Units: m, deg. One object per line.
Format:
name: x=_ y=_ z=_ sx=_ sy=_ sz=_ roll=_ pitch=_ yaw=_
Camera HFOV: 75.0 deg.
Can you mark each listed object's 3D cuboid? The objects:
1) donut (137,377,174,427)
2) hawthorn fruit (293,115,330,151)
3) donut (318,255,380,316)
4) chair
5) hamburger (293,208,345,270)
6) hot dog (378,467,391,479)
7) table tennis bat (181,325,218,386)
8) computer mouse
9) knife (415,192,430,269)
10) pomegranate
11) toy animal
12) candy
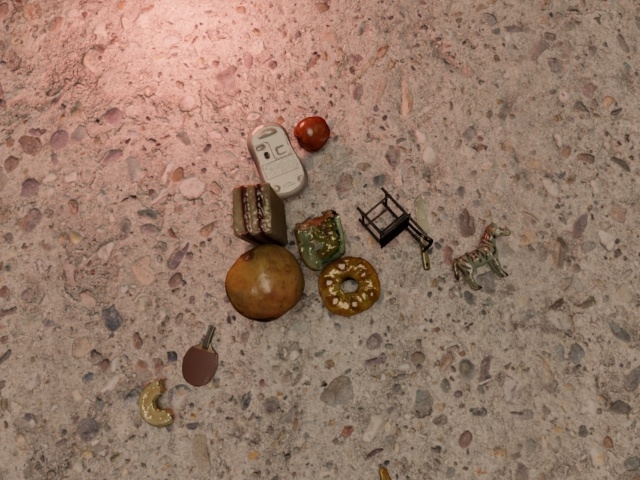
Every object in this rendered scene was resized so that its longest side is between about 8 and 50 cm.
donut: x=-0.585 y=0.583 z=1.482 sx=0.108 sy=0.065 sz=0.166 roll=-22 pitch=80 yaw=-2
hawthorn fruit: x=-0.027 y=-0.416 z=1.617 sx=0.138 sy=0.133 sz=0.133 roll=-36 pitch=80 yaw=-14
donut: x=0.104 y=0.164 z=1.507 sx=0.227 sy=0.114 sz=0.226 roll=-1 pitch=79 yaw=3
chair: x=0.267 y=-0.042 z=1.513 sx=0.141 sy=0.154 sz=0.260 roll=-39 pitch=73 yaw=-4
hamburger: x=0.000 y=0.000 z=1.484 sx=0.168 sy=0.288 sz=0.192 roll=-11 pitch=98 yaw=-1
hot dog: x=0.230 y=0.844 z=1.416 sx=0.044 sy=0.028 sz=0.137 roll=-18 pitch=80 yaw=-27
table tennis bat: x=-0.432 y=0.422 z=1.530 sx=0.130 sy=0.019 sz=0.220 roll=15 pitch=82 yaw=6
computer mouse: x=-0.172 y=-0.303 z=1.607 sx=0.184 sy=0.121 sz=0.297 roll=-28 pitch=94 yaw=-12
knife: x=0.391 y=-0.035 z=1.581 sx=0.047 sy=0.017 sz=0.298 roll=-5 pitch=78 yaw=-4
pomegranate: x=-0.189 y=0.146 z=1.446 sx=0.281 sy=0.281 sz=0.281 roll=0 pitch=79 yaw=2
toy animal: x=0.609 y=0.073 z=1.521 sx=0.255 sy=0.090 sz=0.170 roll=-44 pitch=76 yaw=-8
candy: x=-0.206 y=-0.079 z=1.466 sx=0.135 sy=0.320 sz=0.179 roll=-5 pitch=82 yaw=4
